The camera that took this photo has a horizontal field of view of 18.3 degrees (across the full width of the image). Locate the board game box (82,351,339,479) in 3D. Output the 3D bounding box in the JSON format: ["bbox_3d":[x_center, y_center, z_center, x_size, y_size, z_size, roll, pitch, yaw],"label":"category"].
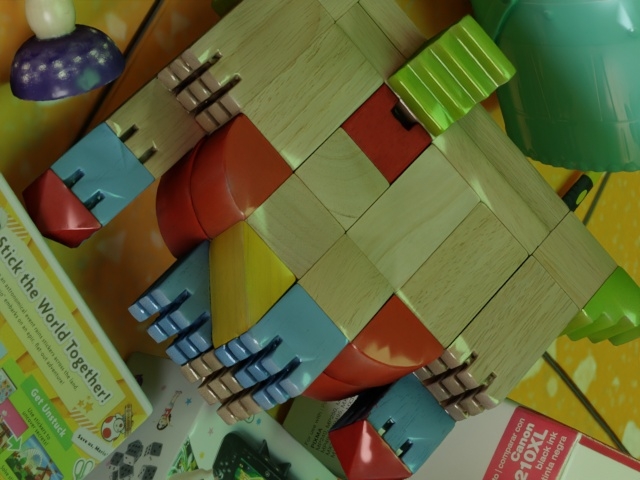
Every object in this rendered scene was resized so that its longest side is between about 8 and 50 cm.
[{"bbox_3d":[-0.102,0.260,1.283,0.224,0.097,0.303,47,62,-41],"label":"board game box"}]

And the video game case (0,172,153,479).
[{"bbox_3d":[-0.222,0.087,1.142,0.206,0.026,0.227,-43,127,-20],"label":"video game case"}]

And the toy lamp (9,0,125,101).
[{"bbox_3d":[-0.181,-0.217,1.131,0.080,0.080,0.274,-34,122,-40],"label":"toy lamp"}]

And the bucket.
[{"bbox_3d":[0.239,-0.180,1.472,0.281,0.281,0.183,-33,121,-41],"label":"bucket"}]

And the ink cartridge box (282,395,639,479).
[{"bbox_3d":[0.114,0.157,1.392,0.172,0.237,0.100,28,85,-47],"label":"ink cartridge box"}]

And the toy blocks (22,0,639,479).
[{"bbox_3d":[0.000,0.000,1.230,0.381,0.191,0.261,49,57,-7],"label":"toy blocks"}]

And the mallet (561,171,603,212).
[{"bbox_3d":[0.222,-0.061,1.644,0.190,0.039,0.062,-42,127,-31],"label":"mallet"}]
